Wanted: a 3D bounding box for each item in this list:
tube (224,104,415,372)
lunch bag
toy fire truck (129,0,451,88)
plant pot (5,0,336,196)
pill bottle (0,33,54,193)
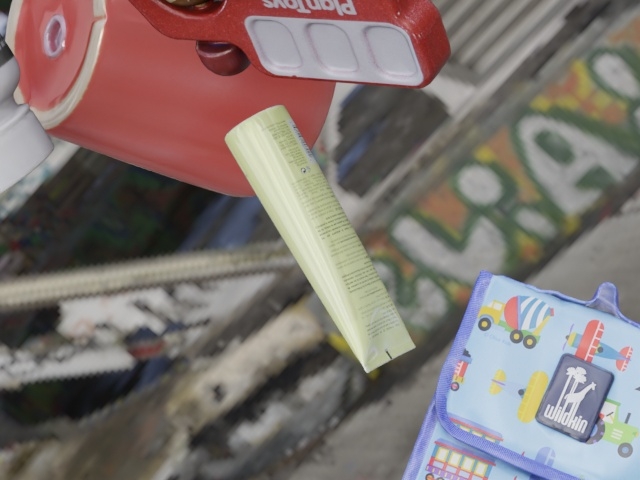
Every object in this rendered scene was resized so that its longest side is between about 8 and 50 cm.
[{"bbox_3d":[0.000,0.000,1.408,0.070,0.240,0.062,-29,-6,-18],"label":"tube"},{"bbox_3d":[0.199,0.174,1.379,0.138,0.221,0.293,-13,-57,-79],"label":"lunch bag"},{"bbox_3d":[-0.064,-0.226,1.279,0.302,0.254,0.169,6,46,32],"label":"toy fire truck"},{"bbox_3d":[-0.157,-0.185,1.603,0.275,0.243,0.275,-10,77,52],"label":"plant pot"},{"bbox_3d":[-0.354,-0.160,1.375,0.161,0.283,0.161,-29,15,9],"label":"pill bottle"}]
